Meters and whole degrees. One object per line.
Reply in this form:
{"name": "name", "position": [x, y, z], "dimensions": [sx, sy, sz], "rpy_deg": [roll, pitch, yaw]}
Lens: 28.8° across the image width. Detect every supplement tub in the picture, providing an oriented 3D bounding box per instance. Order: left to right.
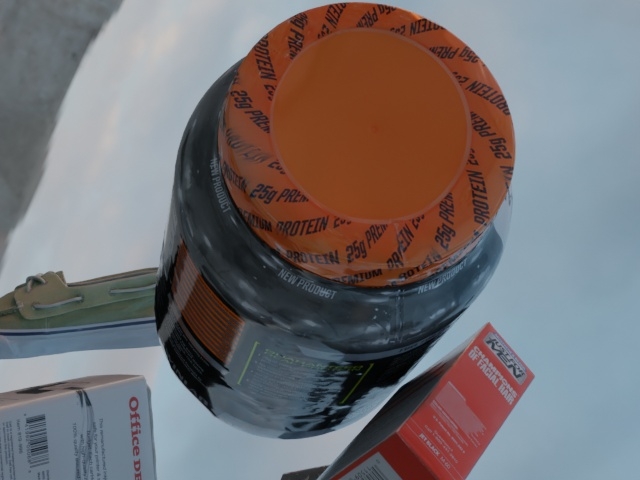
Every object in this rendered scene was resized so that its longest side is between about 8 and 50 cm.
{"name": "supplement tub", "position": [0.000, 0.000, 0.826], "dimensions": [0.338, 0.207, 0.207], "rpy_deg": [117, -12, -66]}

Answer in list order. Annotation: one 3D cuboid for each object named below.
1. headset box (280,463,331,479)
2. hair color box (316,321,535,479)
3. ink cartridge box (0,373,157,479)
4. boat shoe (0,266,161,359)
{"name": "headset box", "position": [-0.006, 0.224, 1.079], "dimensions": [0.083, 0.062, 0.032], "rpy_deg": [-52, 129, -78]}
{"name": "hair color box", "position": [0.065, 0.123, 0.786], "dimensions": [0.093, 0.053, 0.167], "rpy_deg": [-42, 178, 32]}
{"name": "ink cartridge box", "position": [-0.254, 0.212, 1.149], "dimensions": [0.087, 0.208, 0.153], "rpy_deg": [-3, -89, 38]}
{"name": "boat shoe", "position": [-0.310, 0.082, 1.463], "dimensions": [0.109, 0.302, 0.094], "rpy_deg": [-165, -108, -74]}
